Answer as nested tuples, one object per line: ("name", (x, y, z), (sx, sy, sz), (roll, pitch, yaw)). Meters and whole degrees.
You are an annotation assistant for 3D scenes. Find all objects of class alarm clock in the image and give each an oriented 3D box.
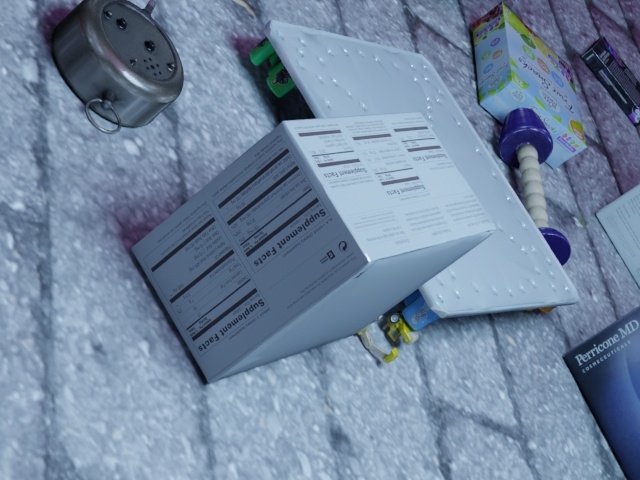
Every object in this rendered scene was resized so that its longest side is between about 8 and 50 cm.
("alarm clock", (-0.192, -0.164, 1.409), (0.129, 0.064, 0.192), (38, 35, -25))

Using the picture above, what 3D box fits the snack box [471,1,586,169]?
("snack box", (0.312, -0.233, 2.210), (0.174, 0.070, 0.207), (37, 34, -28))

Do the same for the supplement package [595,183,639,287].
("supplement package", (0.599, -0.031, 2.204), (0.198, 0.262, 0.199), (-5, 63, -57))

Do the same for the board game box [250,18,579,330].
("board game box", (0.117, -0.072, 1.740), (0.390, 0.050, 0.390), (-1, 56, -58))

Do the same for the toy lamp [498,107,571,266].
("toy lamp", (0.286, -0.078, 1.993), (0.080, 0.080, 0.275), (36, 32, -29))

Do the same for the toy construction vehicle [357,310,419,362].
("toy construction vehicle", (0.057, 0.077, 1.537), (0.098, 0.035, 0.086), (54, 20, 2))

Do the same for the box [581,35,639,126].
("box", (0.536, -0.286, 2.641), (0.162, 0.029, 0.116), (53, 28, -3))

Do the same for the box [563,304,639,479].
("box", (0.506, 0.192, 1.791), (0.182, 0.296, 0.294), (7, 52, -52))

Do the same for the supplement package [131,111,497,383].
("supplement package", (0.000, 0.000, 1.353), (0.145, 0.204, 0.262), (58, 29, 12))
